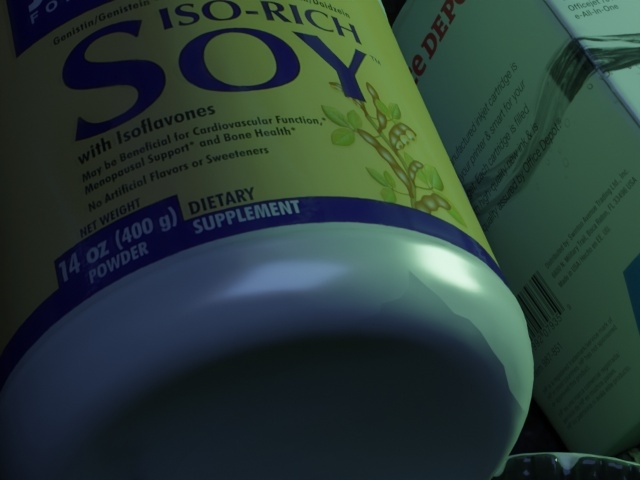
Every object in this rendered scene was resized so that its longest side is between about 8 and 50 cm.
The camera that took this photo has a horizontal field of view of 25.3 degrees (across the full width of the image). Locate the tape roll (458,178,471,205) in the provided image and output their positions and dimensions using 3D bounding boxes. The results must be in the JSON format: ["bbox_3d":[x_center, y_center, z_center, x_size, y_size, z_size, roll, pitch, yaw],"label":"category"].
[{"bbox_3d":[0.000,0.000,0.921,0.189,0.080,0.189,10,53,-14],"label":"tape roll"}]

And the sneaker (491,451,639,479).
[{"bbox_3d":[0.224,0.191,0.850,0.410,0.182,0.158,-2,86,2],"label":"sneaker"}]

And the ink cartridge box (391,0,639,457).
[{"bbox_3d":[0.177,-0.045,0.927,0.129,0.223,0.307,-19,65,-31],"label":"ink cartridge box"}]

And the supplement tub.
[{"bbox_3d":[-0.057,-0.020,0.702,0.241,0.241,0.331,-1,47,-22],"label":"supplement tub"}]
